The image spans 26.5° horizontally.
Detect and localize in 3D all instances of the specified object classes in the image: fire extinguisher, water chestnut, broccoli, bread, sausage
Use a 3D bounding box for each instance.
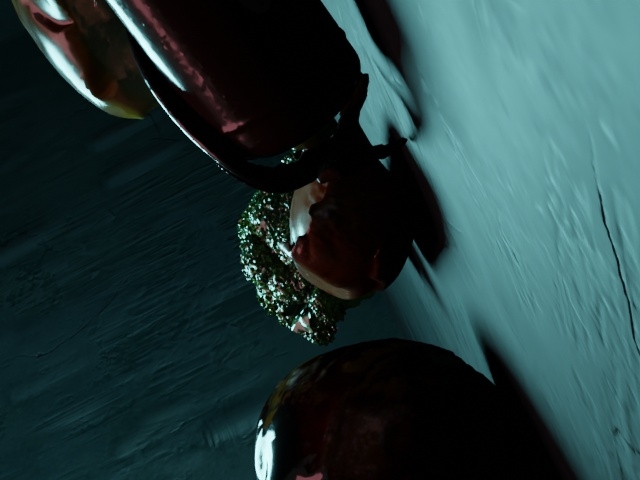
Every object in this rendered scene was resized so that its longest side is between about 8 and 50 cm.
[{"bbox_3d":[-0.069,-0.158,0.734,0.105,0.141,0.341,-15,120,47],"label":"fire extinguisher"},{"bbox_3d":[0.058,0.219,1.051,0.289,0.244,0.289,62,177,6],"label":"water chestnut"},{"bbox_3d":[0.000,0.000,1.336,0.156,0.195,0.195,26,-166,-20],"label":"broccoli"},{"bbox_3d":[-0.174,-0.257,1.234,0.250,0.225,0.279,-121,8,-64],"label":"bread"},{"bbox_3d":[0.026,-0.008,1.051,0.102,0.102,0.330,63,180,6],"label":"sausage"}]
